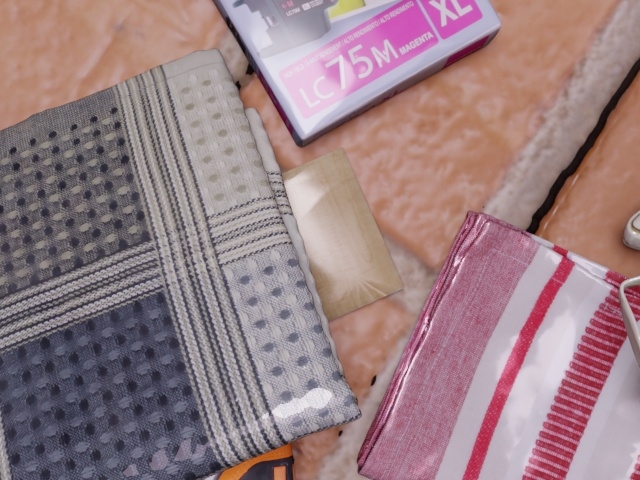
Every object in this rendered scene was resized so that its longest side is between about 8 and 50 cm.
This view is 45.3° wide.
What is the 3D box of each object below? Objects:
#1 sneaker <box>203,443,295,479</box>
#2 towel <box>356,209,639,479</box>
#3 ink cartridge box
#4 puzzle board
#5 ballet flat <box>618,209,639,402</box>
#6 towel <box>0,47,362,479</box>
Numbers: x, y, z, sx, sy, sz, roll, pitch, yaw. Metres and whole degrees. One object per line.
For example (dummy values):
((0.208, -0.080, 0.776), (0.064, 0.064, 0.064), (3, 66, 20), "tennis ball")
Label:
((-0.177, 0.154, 0.585), (0.321, 0.124, 0.180), (6, 79, -4), "sneaker")
((0.223, 0.144, 0.628), (0.329, 0.037, 0.237), (23, 89, -2), "towel")
((-0.014, -0.254, 0.614), (0.186, 0.065, 0.311), (-30, 89, -2), "ink cartridge box")
((0.000, 0.000, 0.635), (0.096, 0.011, 0.128), (-24, 89, -1), "puzzle board")
((0.273, 0.020, 0.581), (0.087, 0.083, 0.247), (8, 66, 7), "ballet flat")
((-0.165, 0.032, 0.558), (0.312, 0.056, 0.324), (-21, 64, 0), "towel")
